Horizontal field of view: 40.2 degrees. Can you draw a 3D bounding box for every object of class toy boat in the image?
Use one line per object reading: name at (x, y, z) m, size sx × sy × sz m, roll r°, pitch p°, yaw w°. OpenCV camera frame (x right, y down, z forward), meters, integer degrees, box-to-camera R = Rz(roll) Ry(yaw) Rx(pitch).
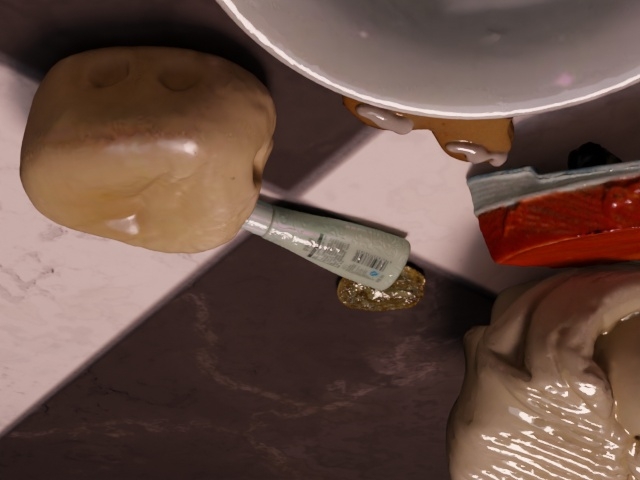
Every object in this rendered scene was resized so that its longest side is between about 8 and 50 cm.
toy boat at (0.287, -0.059, 0.785) m, size 0.332 × 0.133 × 0.145 m, roll -10°, pitch 163°, yaw 33°

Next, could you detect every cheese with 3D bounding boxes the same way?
cheese at (-0.146, -0.071, 0.774) m, size 0.235 × 0.117 × 0.218 m, roll -15°, pitch 143°, yaw 26°

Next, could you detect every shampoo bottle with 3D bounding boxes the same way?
shampoo bottle at (0.000, 0.000, 0.930) m, size 0.191 × 0.041 × 0.069 m, roll 19°, pitch 126°, yaw -21°

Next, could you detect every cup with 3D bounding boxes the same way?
cup at (0.091, -0.247, 0.473) m, size 0.348 × 0.163 × 0.347 m, roll 2°, pitch 141°, yaw 2°

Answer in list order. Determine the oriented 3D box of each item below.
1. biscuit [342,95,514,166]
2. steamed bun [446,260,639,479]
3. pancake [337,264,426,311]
biscuit at (0.140, -0.170, 0.692) m, size 0.197 × 0.049 × 0.301 m, roll 13°, pitch 142°, yaw -20°
steamed bun at (0.315, 0.160, 0.967) m, size 0.343 × 0.255 × 0.367 m, roll 21°, pitch 138°, yaw -2°
pancake at (0.072, 0.055, 1.027) m, size 0.108 × 0.017 × 0.108 m, roll 1°, pitch 144°, yaw 1°
